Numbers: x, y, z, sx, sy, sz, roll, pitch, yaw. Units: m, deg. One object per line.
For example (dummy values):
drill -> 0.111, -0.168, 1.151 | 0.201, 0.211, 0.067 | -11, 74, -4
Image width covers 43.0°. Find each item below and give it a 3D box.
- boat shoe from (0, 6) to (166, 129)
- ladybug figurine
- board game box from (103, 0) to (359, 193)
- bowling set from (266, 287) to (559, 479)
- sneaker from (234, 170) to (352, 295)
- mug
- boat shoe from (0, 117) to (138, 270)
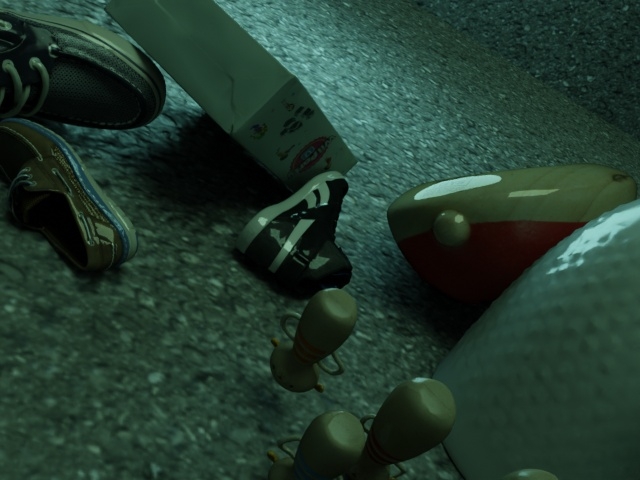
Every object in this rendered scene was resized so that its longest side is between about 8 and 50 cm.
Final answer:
boat shoe -> -0.322, -0.155, 0.800 | 0.341, 0.127, 0.158 | 15, 40, -21
ladybug figurine -> 0.262, -0.011, 1.094 | 0.449, 0.305, 0.161 | -9, 92, -53
board game box -> -0.091, -0.178, 0.977 | 0.224, 0.097, 0.303 | 46, 3, 18
bowling set -> 0.026, 0.198, 0.640 | 0.287, 0.154, 0.200 | 43, 47, 11
sneaker -> 0.000, 0.000, 0.960 | 0.121, 0.079, 0.217 | 44, 36, 7
mug -> 0.314, 0.146, 0.805 | 0.276, 0.328, 0.374 | 30, 28, -11
boat shoe -> -0.249, -0.045, 0.747 | 0.183, 0.066, 0.066 | 41, 29, 10
